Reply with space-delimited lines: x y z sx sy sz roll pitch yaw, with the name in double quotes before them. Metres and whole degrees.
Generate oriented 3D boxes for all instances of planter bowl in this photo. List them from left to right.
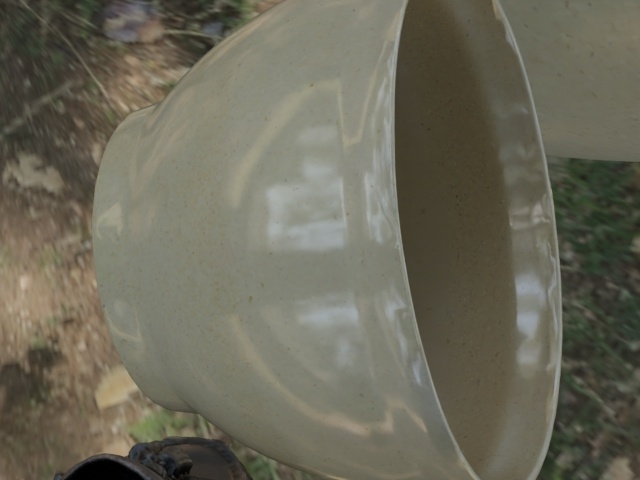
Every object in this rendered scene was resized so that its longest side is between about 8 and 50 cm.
"planter bowl" 0.000 0.000 0.540 0.109 0.162 0.162 -7 101 22

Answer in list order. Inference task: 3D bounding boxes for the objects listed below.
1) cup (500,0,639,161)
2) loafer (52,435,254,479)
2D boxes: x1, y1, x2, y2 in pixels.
"cup" 0.186 -0.167 0.696 0.331 0.237 0.331 -14 115 -33
"loafer" -0.080 0.133 0.741 0.109 0.302 0.095 1 106 11
